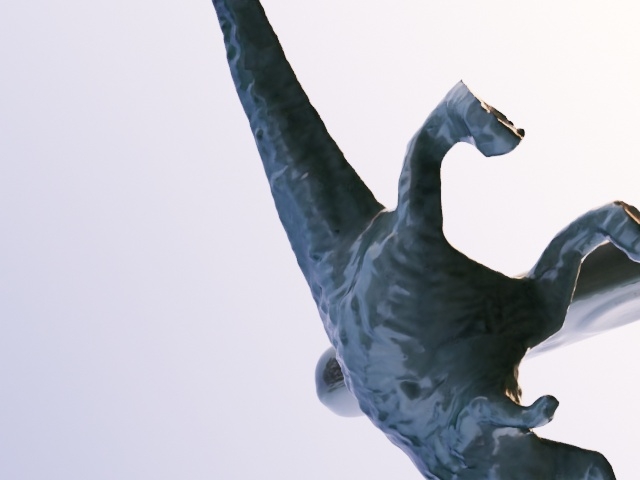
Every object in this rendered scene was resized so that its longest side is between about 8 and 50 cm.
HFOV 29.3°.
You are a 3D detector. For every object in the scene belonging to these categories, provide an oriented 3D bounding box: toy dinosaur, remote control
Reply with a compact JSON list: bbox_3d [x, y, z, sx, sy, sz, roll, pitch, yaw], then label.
[{"bbox_3d":[0.041,-0.022,0.430,0.076,0.129,0.383,17,-129,-67],"label":"toy dinosaur"},{"bbox_3d":[0.143,0.030,0.666,0.090,0.309,0.038,55,-164,-69],"label":"remote control"}]
